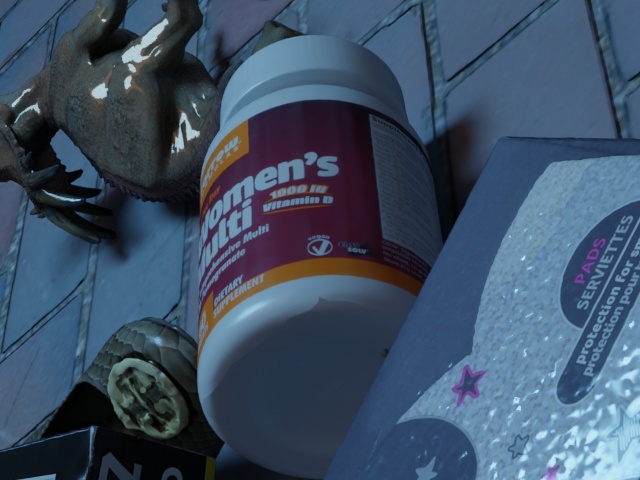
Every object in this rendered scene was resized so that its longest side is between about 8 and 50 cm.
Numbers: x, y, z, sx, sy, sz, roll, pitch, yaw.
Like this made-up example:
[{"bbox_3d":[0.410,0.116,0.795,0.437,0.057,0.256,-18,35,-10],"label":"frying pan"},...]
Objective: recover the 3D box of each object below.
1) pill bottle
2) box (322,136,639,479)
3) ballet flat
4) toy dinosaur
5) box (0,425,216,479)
[{"bbox_3d":[0.000,0.000,0.866,0.121,0.121,0.221,-41,31,26],"label":"pill bottle"},{"bbox_3d":[0.096,0.102,0.578,0.163,0.142,0.247,6,65,60],"label":"box"},{"bbox_3d":[-0.118,0.110,0.937,0.058,0.084,0.250,-34,-2,-35],"label":"ballet flat"},{"bbox_3d":[-0.125,-0.076,1.163,0.295,0.127,0.200,19,84,49],"label":"toy dinosaur"},{"bbox_3d":[-0.185,0.245,0.886,0.322,0.079,0.257,-20,56,48],"label":"box"}]
